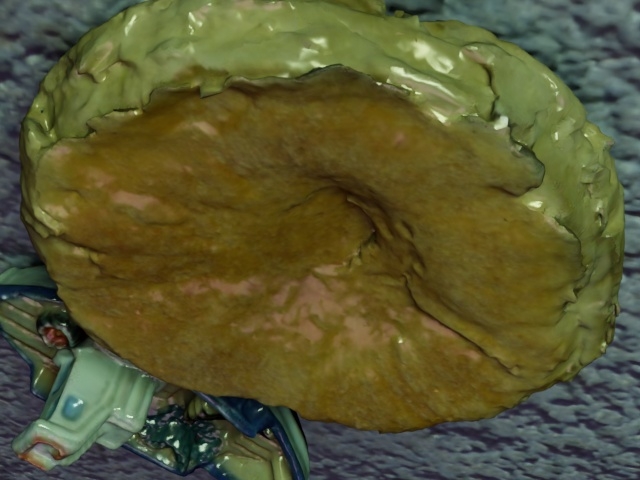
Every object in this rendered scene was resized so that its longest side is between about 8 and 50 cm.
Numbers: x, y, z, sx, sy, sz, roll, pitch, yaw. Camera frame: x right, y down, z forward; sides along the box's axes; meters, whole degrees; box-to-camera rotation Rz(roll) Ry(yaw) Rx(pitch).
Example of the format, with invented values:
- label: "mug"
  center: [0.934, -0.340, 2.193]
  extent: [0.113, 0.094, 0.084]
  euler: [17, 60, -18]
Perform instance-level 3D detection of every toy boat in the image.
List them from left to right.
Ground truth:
- label: "toy boat"
  center: [-0.112, 0.112, 0.779]
  extent: [0.262, 0.115, 0.114]
  euler: [28, 140, -23]

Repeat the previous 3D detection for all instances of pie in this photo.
- label: "pie"
  center: [0.000, 0.000, 0.632]
  extent: [0.339, 0.083, 0.339]
  euler: [7, 146, 5]
